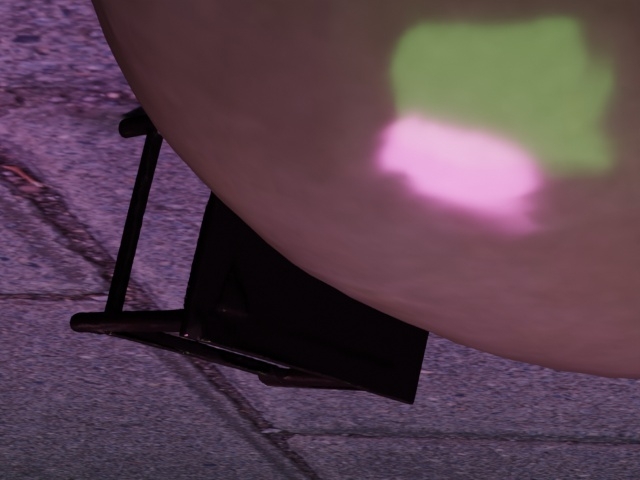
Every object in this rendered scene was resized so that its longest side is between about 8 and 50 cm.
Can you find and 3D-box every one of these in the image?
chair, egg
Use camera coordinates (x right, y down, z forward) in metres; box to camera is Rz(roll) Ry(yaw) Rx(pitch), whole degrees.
[{"bbox_3d":[0.000,0.000,1.012,0.154,0.141,0.260,18,168,-29],"label":"chair"},{"bbox_3d":[0.085,-0.091,0.512,0.258,0.258,0.352,-7,165,33],"label":"egg"}]
